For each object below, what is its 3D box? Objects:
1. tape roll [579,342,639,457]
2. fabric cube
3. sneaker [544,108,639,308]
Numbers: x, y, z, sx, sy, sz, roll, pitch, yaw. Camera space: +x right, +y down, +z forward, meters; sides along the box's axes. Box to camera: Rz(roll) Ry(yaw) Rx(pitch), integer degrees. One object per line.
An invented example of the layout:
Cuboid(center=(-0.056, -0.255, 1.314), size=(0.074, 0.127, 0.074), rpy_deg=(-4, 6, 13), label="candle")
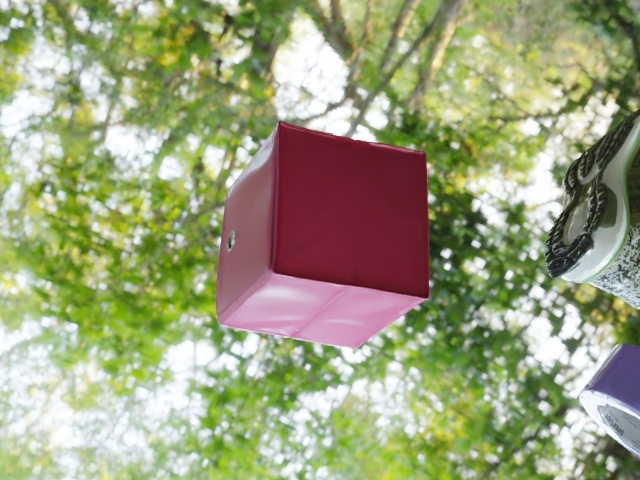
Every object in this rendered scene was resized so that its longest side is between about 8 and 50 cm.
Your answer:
Cuboid(center=(0.432, 0.221, 1.383), size=(0.189, 0.080, 0.189), rpy_deg=(37, 167, 10), label="tape roll")
Cuboid(center=(0.000, 0.000, 1.702), size=(0.259, 0.258, 0.254), rpy_deg=(11, -114, -19), label="fabric cube")
Cuboid(center=(0.473, -0.044, 1.660), size=(0.182, 0.158, 0.410), rpy_deg=(40, -131, -10), label="sneaker")
